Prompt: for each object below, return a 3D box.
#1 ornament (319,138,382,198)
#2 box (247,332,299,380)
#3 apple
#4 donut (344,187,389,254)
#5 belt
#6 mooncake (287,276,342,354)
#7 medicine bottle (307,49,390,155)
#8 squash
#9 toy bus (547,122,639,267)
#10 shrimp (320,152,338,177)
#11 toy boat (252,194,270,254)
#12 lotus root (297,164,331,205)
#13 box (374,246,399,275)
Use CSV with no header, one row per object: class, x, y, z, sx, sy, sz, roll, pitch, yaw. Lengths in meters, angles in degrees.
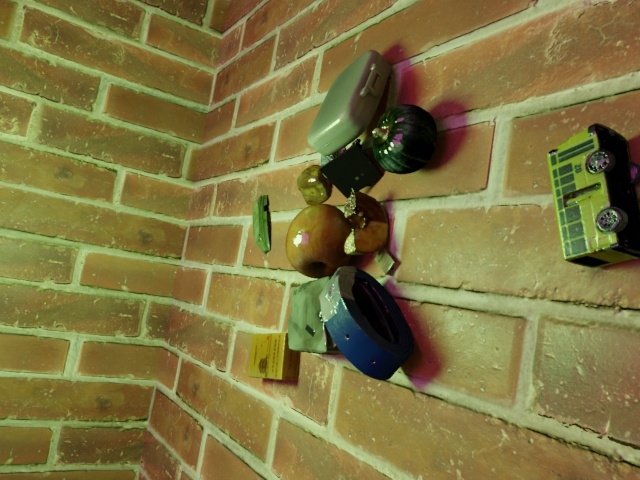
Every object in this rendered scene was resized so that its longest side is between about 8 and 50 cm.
ornament,0.108,-0.276,1.876,0.153,0.166,0.196,-31,31,23
box,-0.181,0.447,2.111,0.274,0.076,0.174,-16,64,55
apple,0.000,0.000,1.843,0.254,0.254,0.253,-27,57,51
donut,0.138,-0.039,1.731,0.085,0.141,0.217,137,144,-55
belt,0.126,0.231,1.576,0.117,0.213,0.346,-58,41,31
mooncake,0.001,0.256,1.835,0.255,0.136,0.249,-12,71,51
medicine bottle,0.099,-0.467,1.858,0.282,0.123,0.374,-28,32,50
squash,0.246,-0.298,1.613,0.218,0.172,0.218,-26,46,31
toy bus,0.552,-0.085,1.097,0.150,0.128,0.261,-27,58,51
shrimp,0.036,-0.318,2.053,0.090,0.079,0.232,81,-178,-53
toy boat,-0.266,-0.078,2.455,0.093,0.055,0.292,-43,45,46
lotus root,-0.025,-0.219,2.095,0.135,0.096,0.159,-1,84,54
box,0.205,0.063,1.690,0.053,0.024,0.083,-60,34,24
